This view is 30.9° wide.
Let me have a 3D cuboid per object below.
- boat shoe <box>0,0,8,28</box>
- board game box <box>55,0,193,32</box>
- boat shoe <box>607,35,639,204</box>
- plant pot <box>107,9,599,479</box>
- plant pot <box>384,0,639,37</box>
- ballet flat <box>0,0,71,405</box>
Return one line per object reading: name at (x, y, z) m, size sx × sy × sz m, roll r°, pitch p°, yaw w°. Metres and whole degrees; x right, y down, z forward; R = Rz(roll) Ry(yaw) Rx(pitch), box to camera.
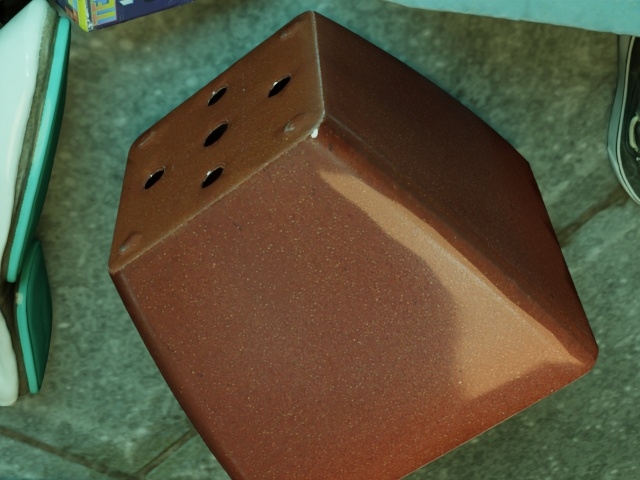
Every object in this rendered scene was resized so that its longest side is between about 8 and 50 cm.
boat shoe at (-0.226, -0.158, 0.731) m, size 0.207 × 0.073 × 0.073 m, roll -36°, pitch 130°, yaw 20°
board game box at (-0.092, -0.222, 0.685) m, size 0.141 × 0.048 × 0.170 m, roll -22°, pitch 140°, yaw -28°
boat shoe at (0.276, -0.093, 0.924) m, size 0.078 × 0.070 × 0.219 m, roll -17°, pitch 135°, yaw 2°
plant pot at (0.000, 0.000, 0.830) m, size 0.267 × 0.267 × 0.236 m, roll -33°, pitch 120°, yaw 18°
plant pot at (0.143, -0.276, 0.592) m, size 0.248 × 0.247 × 0.252 m, roll 3°, pitch 130°, yaw -17°
ballet flat at (-0.255, -0.008, 0.822) m, size 0.139 × 0.139 × 0.400 m, roll 1°, pitch 142°, yaw -15°
